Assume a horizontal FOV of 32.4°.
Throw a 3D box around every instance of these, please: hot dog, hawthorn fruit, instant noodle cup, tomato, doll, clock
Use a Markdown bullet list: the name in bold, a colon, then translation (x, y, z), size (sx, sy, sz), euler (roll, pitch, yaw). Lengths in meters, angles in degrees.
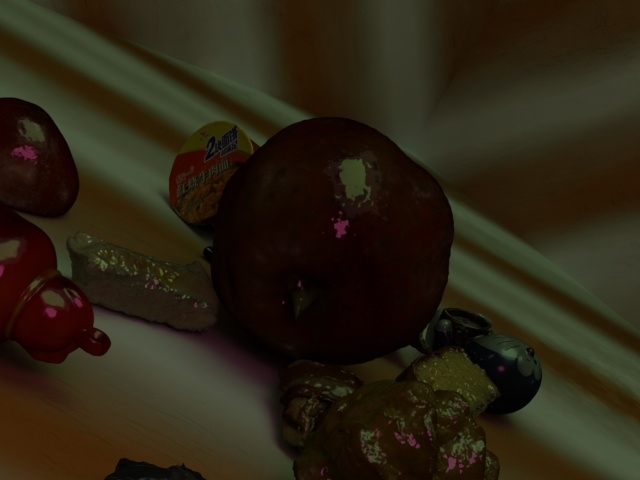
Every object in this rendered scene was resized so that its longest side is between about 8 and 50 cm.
- **hot dog**: translation (0.010, 0.233, 1.544), size (0.146, 0.103, 0.213), euler (28, 16, -15)
- **hawthorn fruit**: translation (0.009, 0.026, 1.698), size (0.402, 0.403, 0.403), euler (29, 15, -8)
- **instant noodle cup**: translation (-0.163, -0.105, 2.148), size (0.213, 0.213, 0.174), euler (43, 10, 39)
- **tomato**: translation (-0.478, -0.148, 1.758), size (0.233, 0.140, 0.200), euler (22, 23, -31)
- **doll**: translation (-0.400, 0.033, 1.282), size (0.363, 0.160, 0.182), euler (32, 13, 3)
- **clock**: translation (0.315, 0.227, 2.086), size (0.199, 0.147, 0.243), euler (14, 17, -34)

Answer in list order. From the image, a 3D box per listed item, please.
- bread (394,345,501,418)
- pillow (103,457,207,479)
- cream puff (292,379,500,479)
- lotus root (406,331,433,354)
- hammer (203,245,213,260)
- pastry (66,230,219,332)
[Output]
- **bread**: translation (0.178, 0.259, 1.738), size (0.129, 0.134, 0.260), euler (46, 24, 15)
- **pillow**: translation (-0.120, 0.316, 1.039), size (0.161, 0.093, 0.335), euler (25, 15, -43)
- **cream puff**: translation (0.091, 0.281, 1.334), size (0.244, 0.244, 0.196), euler (31, 28, 0)
- **lotus root**: translation (0.124, 0.140, 2.048), size (0.125, 0.118, 0.221), euler (-12, 35, -44)
- **hammer**: translation (-0.138, 0.073, 1.931), size (0.201, 0.021, 0.078), euler (42, 18, 33)
- **pastry**: translation (-0.259, 0.062, 1.599), size (0.258, 0.089, 0.121), euler (16, 16, -41)
